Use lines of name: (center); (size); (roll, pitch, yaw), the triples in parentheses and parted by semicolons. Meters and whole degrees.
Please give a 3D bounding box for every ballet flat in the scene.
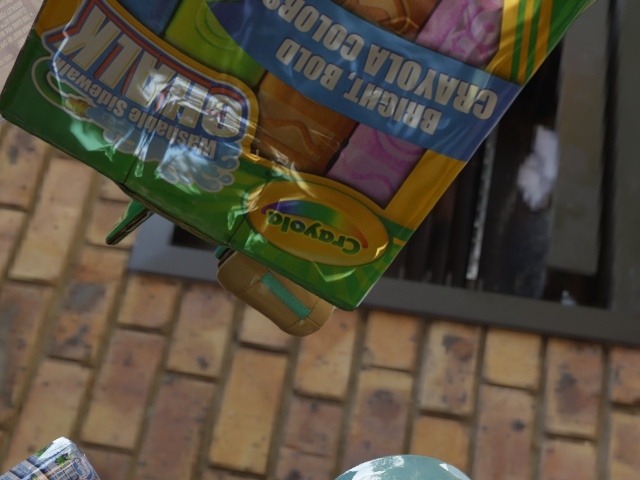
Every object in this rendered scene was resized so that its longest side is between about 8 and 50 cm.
ballet flat: (0.000, 0.000, 0.758); (0.080, 0.073, 0.232); (-43, 2, 23)

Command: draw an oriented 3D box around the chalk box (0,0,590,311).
chalk box: (-0.006, -0.106, 0.559); (0.289, 0.179, 0.180); (-55, 8, 35)

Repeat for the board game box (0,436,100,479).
board game box: (-0.232, 0.289, 1.010); (0.194, 0.060, 0.194); (-34, -63, -32)

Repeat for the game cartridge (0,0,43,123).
game cartridge: (-0.350, -0.198, 1.140); (0.230, 0.068, 0.355); (65, -146, -21)

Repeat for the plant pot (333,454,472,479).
plant pot: (0.085, 0.327, 1.114); (0.255, 0.272, 0.271); (-102, 16, -63)

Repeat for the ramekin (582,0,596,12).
ramekin: (0.108, -0.278, 0.967); (0.148, 0.303, 0.303); (-36, -24, -19)
